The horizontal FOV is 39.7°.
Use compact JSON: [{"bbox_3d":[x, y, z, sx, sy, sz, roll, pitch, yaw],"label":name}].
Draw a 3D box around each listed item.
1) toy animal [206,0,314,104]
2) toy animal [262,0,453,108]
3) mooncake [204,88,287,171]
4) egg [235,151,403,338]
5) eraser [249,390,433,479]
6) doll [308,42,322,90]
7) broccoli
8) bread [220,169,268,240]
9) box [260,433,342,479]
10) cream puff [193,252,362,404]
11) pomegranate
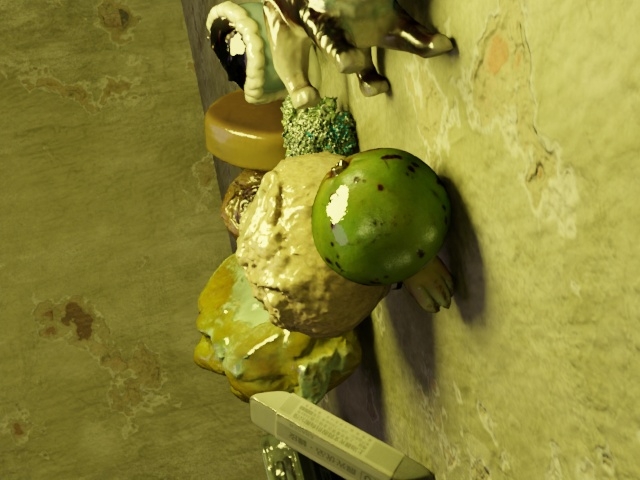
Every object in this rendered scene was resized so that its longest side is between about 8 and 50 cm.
[{"bbox_3d":[-0.110,-0.389,1.733,0.208,0.204,0.156,62,143,13],"label":"toy animal"},{"bbox_3d":[0.017,-0.350,1.184,0.344,0.194,0.303,168,85,-72],"label":"toy animal"},{"bbox_3d":[-0.136,-0.235,1.901,0.235,0.234,0.117,-114,19,-46],"label":"mooncake"},{"bbox_3d":[0.000,0.000,1.397,0.279,0.279,0.310,93,-177,-47],"label":"egg"},{"bbox_3d":[0.032,0.362,1.560,0.351,0.061,0.089,25,137,22],"label":"eraser"},{"bbox_3d":[-0.030,-0.410,1.547,0.252,0.111,0.237,-113,33,-48],"label":"doll"},{"bbox_3d":[0.000,-0.192,1.599,0.155,0.167,0.160,-62,-3,19],"label":"broccoli"},{"bbox_3d":[-0.121,-0.069,1.992,0.123,0.229,0.230,-13,-87,-63],"label":"bread"},{"bbox_3d":[-0.007,0.659,2.126,0.396,0.111,0.396,49,-156,-67],"label":"box"},{"bbox_3d":[-0.072,0.191,1.772,0.275,0.378,0.378,54,-172,-44],"label":"cream puff"},{"bbox_3d":[0.097,-0.010,1.190,0.248,0.202,0.202,53,173,-14],"label":"pomegranate"}]
